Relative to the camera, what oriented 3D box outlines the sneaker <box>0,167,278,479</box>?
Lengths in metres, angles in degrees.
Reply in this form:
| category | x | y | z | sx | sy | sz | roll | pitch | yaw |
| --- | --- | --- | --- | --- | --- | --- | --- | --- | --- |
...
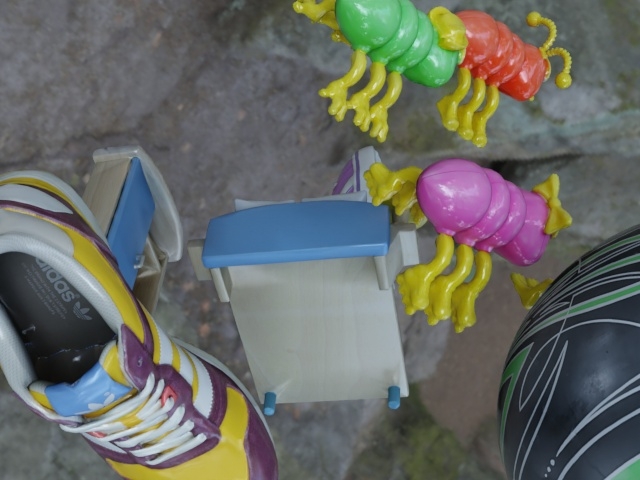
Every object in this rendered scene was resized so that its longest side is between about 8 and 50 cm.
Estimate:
| category | x | y | z | sx | sy | sz | roll | pitch | yaw |
| --- | --- | --- | --- | --- | --- | --- | --- | --- | --- |
| sneaker | -0.080 | 0.059 | 0.407 | 0.069 | 0.185 | 0.084 | -37 | -160 | 6 |

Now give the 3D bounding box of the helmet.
| category | x | y | z | sx | sy | sz | roll | pitch | yaw |
| --- | --- | --- | --- | --- | --- | --- | --- | --- | --- |
| helmet | 0.153 | 0.068 | 0.408 | 0.169 | 0.169 | 0.161 | -45 | 114 | -17 |

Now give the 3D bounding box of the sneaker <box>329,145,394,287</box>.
| category | x | y | z | sx | sy | sz | roll | pitch | yaw |
| --- | --- | --- | --- | --- | --- | --- | --- | --- | --- |
| sneaker | 0.000 | -0.001 | 1.142 | 0.282 | 0.161 | 0.102 | -81 | 154 | -51 |

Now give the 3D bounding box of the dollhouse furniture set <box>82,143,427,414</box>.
| category | x | y | z | sx | sy | sz | roll | pitch | yaw |
| --- | --- | --- | --- | --- | --- | --- | --- | --- | --- |
| dollhouse furniture set | -0.042 | 0.053 | 0.903 | 0.198 | 0.303 | 0.286 | -83 | 164 | -48 |

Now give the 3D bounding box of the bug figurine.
| category | x | y | z | sx | sy | sz | roll | pitch | yaw |
| --- | --- | --- | --- | --- | --- | --- | --- | --- | --- |
| bug figurine | 0.097 | -0.046 | 0.557 | 0.216 | 0.279 | 0.072 | 15 | 137 | -44 |
